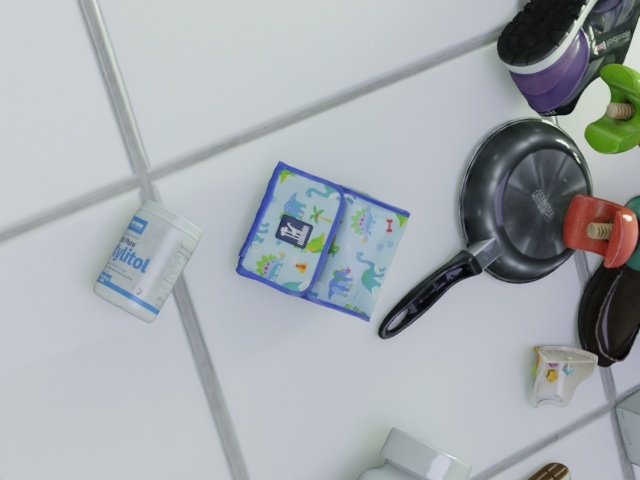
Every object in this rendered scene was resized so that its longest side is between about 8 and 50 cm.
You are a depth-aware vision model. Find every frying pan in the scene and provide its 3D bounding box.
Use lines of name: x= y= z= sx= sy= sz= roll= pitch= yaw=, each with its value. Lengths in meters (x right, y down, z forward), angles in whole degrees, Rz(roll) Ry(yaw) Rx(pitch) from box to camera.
frying pan: x=0.194 y=-0.025 z=1.625 sx=0.326 sy=0.053 sz=0.197 roll=-20 pitch=107 yaw=-28

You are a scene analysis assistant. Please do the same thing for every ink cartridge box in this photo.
ink cartridge box: x=0.443 y=0.225 z=1.804 sx=0.122 sy=0.052 sz=0.088 roll=-27 pitch=111 yaw=-22

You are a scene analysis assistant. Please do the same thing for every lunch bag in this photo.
lunch bag: x=0.000 y=0.000 z=1.495 sx=0.151 sy=0.096 sz=0.129 roll=21 pitch=90 yaw=-16

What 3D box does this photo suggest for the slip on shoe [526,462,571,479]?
slip on shoe: x=0.248 y=0.317 z=1.715 sx=0.135 sy=0.051 sz=0.041 roll=-28 pitch=123 yaw=-29

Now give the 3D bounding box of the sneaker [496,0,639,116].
sneaker: x=0.321 y=-0.264 z=1.637 sx=0.283 sy=0.107 sz=0.124 roll=-46 pitch=132 yaw=-11

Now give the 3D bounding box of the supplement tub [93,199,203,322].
supplement tub: x=-0.171 y=0.021 z=1.410 sx=0.071 sy=0.071 sz=0.107 roll=32 pitch=82 yaw=-30

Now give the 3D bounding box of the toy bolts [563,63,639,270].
toy bolts: x=0.402 y=-0.064 z=1.601 sx=0.158 sy=0.218 sz=0.229 roll=2 pitch=113 yaw=-30

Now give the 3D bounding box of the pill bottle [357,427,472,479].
pill bottle: x=0.077 y=0.329 z=1.575 sx=0.121 sy=0.121 sz=0.221 roll=29 pitch=84 yaw=-30

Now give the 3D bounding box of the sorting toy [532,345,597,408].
sorting toy: x=0.283 y=0.168 z=1.712 sx=0.083 sy=0.045 sz=0.075 roll=3 pitch=105 yaw=-30

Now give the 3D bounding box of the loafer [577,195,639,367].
loafer: x=0.380 y=0.051 z=1.722 sx=0.080 sy=0.078 sz=0.220 roll=19 pitch=89 yaw=-31
